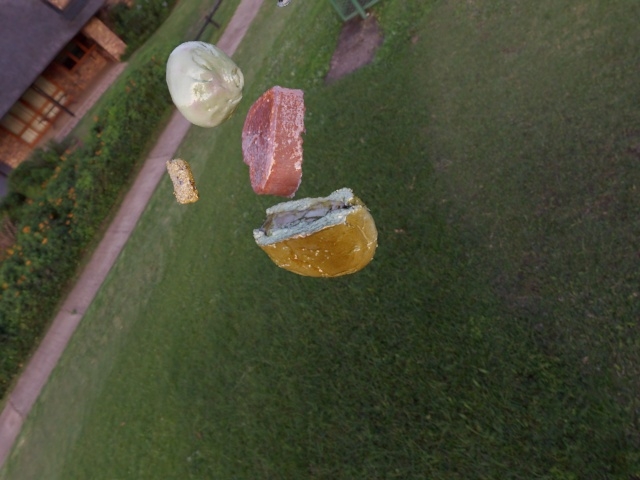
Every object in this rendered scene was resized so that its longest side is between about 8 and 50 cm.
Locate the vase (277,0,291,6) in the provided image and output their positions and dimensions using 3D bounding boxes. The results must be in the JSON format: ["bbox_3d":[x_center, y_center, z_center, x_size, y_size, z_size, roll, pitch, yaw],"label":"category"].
[{"bbox_3d":[-0.153,-0.857,1.551,0.059,0.167,0.059,-11,60,20],"label":"vase"}]

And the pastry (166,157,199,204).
[{"bbox_3d":[-0.422,-0.183,1.444,0.080,0.140,0.056,-7,12,21],"label":"pastry"}]

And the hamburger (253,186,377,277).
[{"bbox_3d":[0.000,0.000,1.100,0.309,0.211,0.132,-13,49,33],"label":"hamburger"}]

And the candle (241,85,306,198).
[{"bbox_3d":[-0.134,-0.285,1.292,0.287,0.131,0.317,-62,35,38],"label":"candle"}]

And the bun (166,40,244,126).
[{"bbox_3d":[-0.348,-0.510,1.511,0.179,0.283,0.283,-7,52,35],"label":"bun"}]
